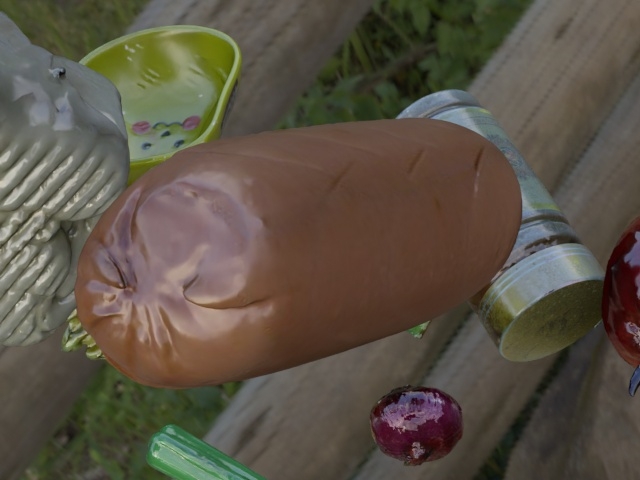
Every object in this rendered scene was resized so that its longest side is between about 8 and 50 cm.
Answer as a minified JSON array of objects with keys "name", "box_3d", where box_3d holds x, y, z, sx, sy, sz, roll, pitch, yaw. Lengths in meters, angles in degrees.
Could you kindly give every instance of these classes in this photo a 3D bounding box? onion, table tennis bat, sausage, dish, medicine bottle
[{"name":"onion","box_3d":[0.107,0.207,1.593,0.107,0.107,0.097,-9,55,14]},{"name":"table tennis bat","box_3d":[-0.026,0.222,1.155,0.257,0.160,0.039,28,66,2]},{"name":"sausage","box_3d":[0.000,0.000,0.740,0.121,0.304,0.121,6,101,30]},{"name":"dish","box_3d":[-0.193,-0.138,1.714,0.221,0.108,0.262,-7,45,12]},{"name":"medicine bottle","box_3d":[0.203,-0.025,1.704,0.151,0.151,0.322,-30,57,1]}]

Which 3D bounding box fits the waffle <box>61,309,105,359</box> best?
[{"name":"waffle","box_3d":[-0.224,0.058,1.810,0.204,0.223,0.054,5,24,-3]}]

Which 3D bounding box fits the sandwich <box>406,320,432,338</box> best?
[{"name":"sandwich","box_3d":[0.094,0.028,1.459,0.074,0.074,0.116,-109,42,-69]}]

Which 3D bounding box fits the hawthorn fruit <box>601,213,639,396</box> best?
[{"name":"hawthorn fruit","box_3d":[0.399,0.075,1.453,0.254,0.254,0.300,29,56,29]}]

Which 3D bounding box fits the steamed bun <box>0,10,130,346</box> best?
[{"name":"steamed bun","box_3d":[-0.356,-0.085,1.355,0.342,0.367,0.255,-47,38,26]}]
